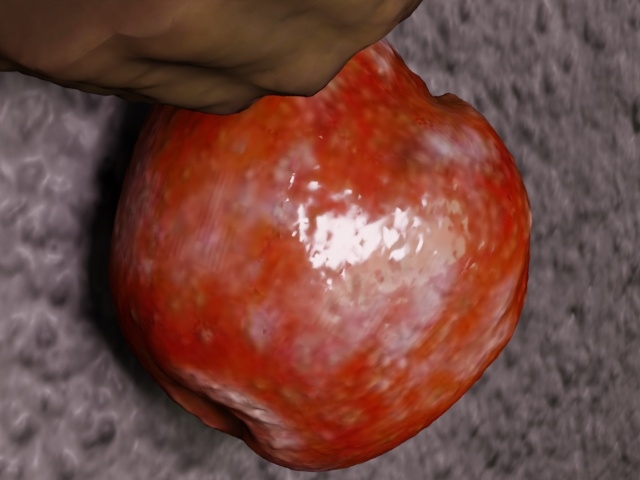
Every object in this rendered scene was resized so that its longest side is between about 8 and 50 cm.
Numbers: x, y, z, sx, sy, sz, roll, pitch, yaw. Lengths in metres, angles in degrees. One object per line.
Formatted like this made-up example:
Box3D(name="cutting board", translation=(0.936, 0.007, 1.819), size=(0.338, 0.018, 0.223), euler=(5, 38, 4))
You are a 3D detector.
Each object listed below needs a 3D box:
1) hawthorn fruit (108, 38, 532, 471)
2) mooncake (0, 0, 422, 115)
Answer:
Box3D(name="hawthorn fruit", translation=(0.000, 0.000, 0.956), size=(0.284, 0.284, 0.284), euler=(-19, 114, -48))
Box3D(name="mooncake", translation=(-0.072, -0.220, 0.741), size=(0.187, 0.324, 0.324), euler=(10, 92, -59))
